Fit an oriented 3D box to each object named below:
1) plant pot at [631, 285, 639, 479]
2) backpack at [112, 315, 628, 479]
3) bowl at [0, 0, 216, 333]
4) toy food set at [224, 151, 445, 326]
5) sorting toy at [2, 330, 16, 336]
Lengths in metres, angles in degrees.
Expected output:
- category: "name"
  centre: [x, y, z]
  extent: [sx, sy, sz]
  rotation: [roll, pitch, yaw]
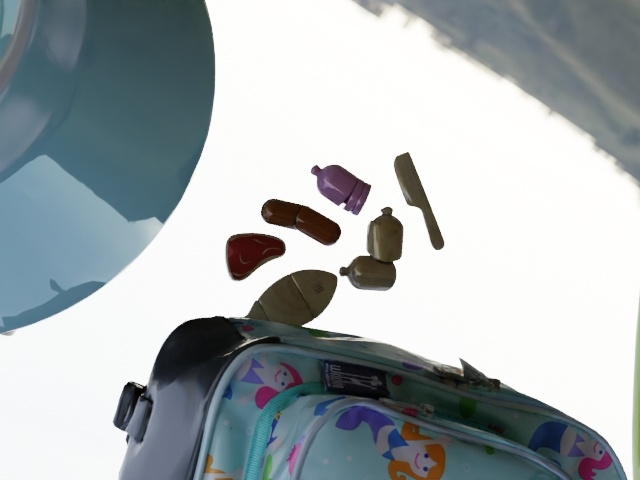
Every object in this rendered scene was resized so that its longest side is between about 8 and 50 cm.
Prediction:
- category: "plant pot"
  centre: [0.433, 0.120, 1.619]
  extent: [0.207, 0.228, 0.227]
  rotation: [18, -116, -20]
- category: "backpack"
  centre: [0.032, 0.163, 0.873]
  extent: [0.253, 0.225, 0.191]
  rotation: [16, 180, -29]
- category: "bowl"
  centre: [-0.224, -0.107, 0.991]
  extent: [0.311, 0.311, 0.163]
  rotation: [36, 176, 11]
- category: "toy food set"
  centre: [0.000, 0.000, 0.951]
  extent: [0.019, 0.122, 0.078]
  rotation: [152, 97, -82]
- category: "sorting toy"
  centre: [-0.308, 0.020, 1.582]
  extent: [0.041, 0.307, 0.229]
  rotation: [27, -178, 28]
